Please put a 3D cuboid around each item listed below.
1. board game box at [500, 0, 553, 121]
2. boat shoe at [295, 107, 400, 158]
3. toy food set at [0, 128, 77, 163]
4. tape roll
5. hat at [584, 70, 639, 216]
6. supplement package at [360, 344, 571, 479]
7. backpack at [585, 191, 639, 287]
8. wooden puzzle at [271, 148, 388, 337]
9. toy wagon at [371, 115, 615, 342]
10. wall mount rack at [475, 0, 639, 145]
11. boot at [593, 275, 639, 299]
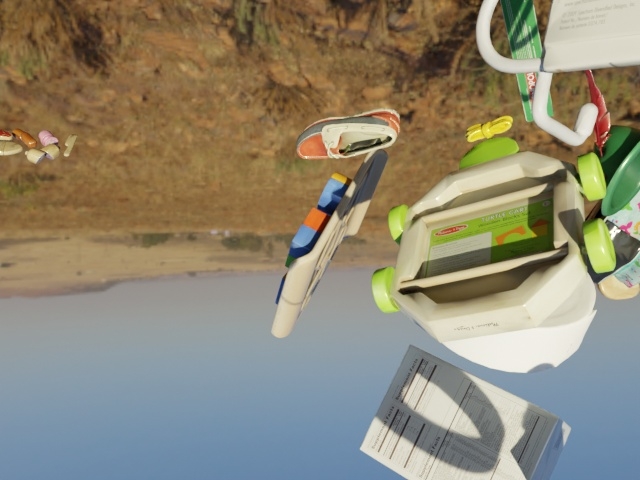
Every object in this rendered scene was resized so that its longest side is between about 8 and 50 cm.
[{"bbox_3d":[0.301,-0.374,1.011,0.046,0.214,0.317,-13,129,18],"label":"board game box"},{"bbox_3d":[0.029,-0.119,0.773,0.136,0.043,0.049,-11,135,25],"label":"boat shoe"},{"bbox_3d":[-0.401,-0.130,0.892,0.122,0.019,0.078,5,-143,-10],"label":"toy food set"},{"bbox_3d":[0.311,0.089,1.111,0.286,0.100,0.286,6,-145,-4],"label":"tape roll"},{"bbox_3d":[0.502,-0.177,1.185,0.183,0.209,0.173,40,-167,33],"label":"hat"},{"bbox_3d":[0.249,0.334,1.102,0.262,0.198,0.199,23,172,31],"label":"supplement package"},{"bbox_3d":[0.659,-0.040,1.371,0.191,0.254,0.225,32,161,11],"label":"backpack"},{"bbox_3d":[0.000,0.000,1.360,0.080,0.348,0.322,30,145,8],"label":"wooden puzzle"},{"bbox_3d":[0.211,-0.030,0.806,0.267,0.344,0.068,-15,127,30],"label":"toy wagon"},{"bbox_3d":[0.308,-0.230,0.523,0.130,0.304,0.350,13,179,-40],"label":"wall mount rack"},{"bbox_3d":[0.686,0.088,1.627,0.295,0.104,0.211,-18,-177,-40],"label":"boot"}]
